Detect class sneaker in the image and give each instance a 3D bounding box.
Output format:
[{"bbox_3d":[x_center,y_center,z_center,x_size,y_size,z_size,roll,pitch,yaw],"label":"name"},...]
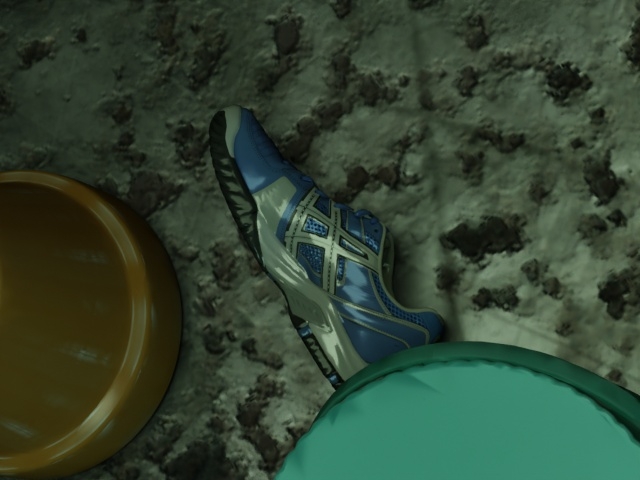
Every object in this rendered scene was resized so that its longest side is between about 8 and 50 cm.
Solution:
[{"bbox_3d":[0.000,0.000,1.141,0.081,0.080,0.211,-32,82,4],"label":"sneaker"}]

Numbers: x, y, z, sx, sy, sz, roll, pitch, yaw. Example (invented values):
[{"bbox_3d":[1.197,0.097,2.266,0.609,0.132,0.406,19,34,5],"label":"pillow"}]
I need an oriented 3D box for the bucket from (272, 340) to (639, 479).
[{"bbox_3d":[0.099,0.192,1.010,0.281,0.183,0.281,-3,79,16],"label":"bucket"}]

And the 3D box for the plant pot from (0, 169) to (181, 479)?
[{"bbox_3d":[-0.217,0.044,1.138,0.205,0.188,0.205,-3,79,18],"label":"plant pot"}]
